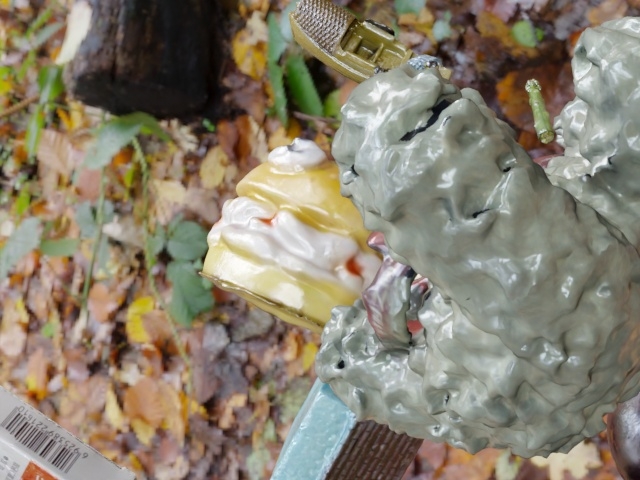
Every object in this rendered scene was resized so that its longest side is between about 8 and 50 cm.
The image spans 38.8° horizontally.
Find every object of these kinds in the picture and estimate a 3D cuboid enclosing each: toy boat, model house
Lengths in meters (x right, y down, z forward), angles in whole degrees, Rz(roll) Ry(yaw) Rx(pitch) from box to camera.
[{"bbox_3d":[0.041,-0.162,0.776,0.047,0.149,0.049,-60,-5,-26],"label":"toy boat"},{"bbox_3d":[0.078,0.383,1.769,0.280,0.249,0.230,-63,1,21],"label":"model house"}]

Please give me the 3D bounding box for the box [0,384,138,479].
[{"bbox_3d":[-0.373,0.321,1.090,0.353,0.214,0.069,-53,3,43],"label":"box"}]

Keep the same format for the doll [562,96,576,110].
[{"bbox_3d":[0.414,-0.140,1.356,0.109,0.057,0.169,-47,62,46],"label":"doll"}]

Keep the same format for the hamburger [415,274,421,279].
[{"bbox_3d":[0.208,0.057,0.976,0.274,0.274,0.212,-47,66,35],"label":"hamburger"}]

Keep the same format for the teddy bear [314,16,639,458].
[{"bbox_3d":[0.180,-0.023,0.642,0.224,0.367,0.357,37,153,22],"label":"teddy bear"}]

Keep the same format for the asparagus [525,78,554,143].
[{"bbox_3d":[0.174,-0.107,0.728,0.114,0.014,0.015,-79,-5,-57],"label":"asparagus"}]

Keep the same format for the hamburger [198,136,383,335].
[{"bbox_3d":[0.000,0.000,1.160,0.276,0.276,0.236,16,78,52],"label":"hamburger"}]

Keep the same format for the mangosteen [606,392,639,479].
[{"bbox_3d":[0.501,0.226,1.134,0.289,0.231,0.231,-53,44,40],"label":"mangosteen"}]
